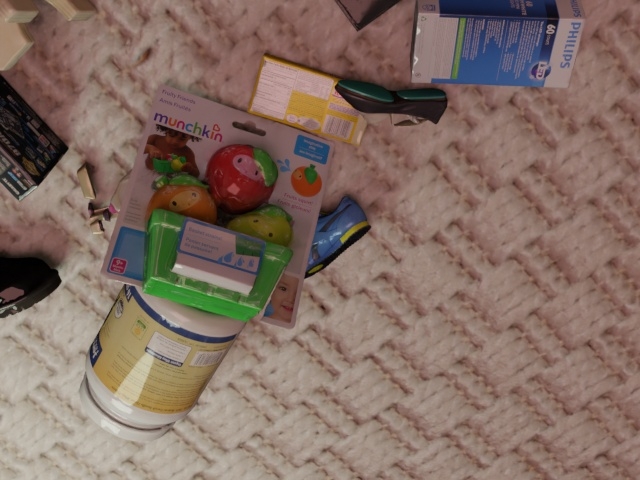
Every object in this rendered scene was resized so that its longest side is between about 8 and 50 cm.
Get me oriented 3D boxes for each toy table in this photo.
[{"bbox_3d":[-0.455,-0.405,1.358,0.274,0.252,0.161,-40,93,31],"label":"toy table"}]

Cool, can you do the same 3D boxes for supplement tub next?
[{"bbox_3d":[-0.293,0.192,1.639,0.228,0.228,0.316,28,114,-11],"label":"supplement tub"}]

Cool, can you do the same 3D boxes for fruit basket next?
[{"bbox_3d":[-0.155,-0.061,1.470,0.327,0.165,0.353,18,75,-13],"label":"fruit basket"}]

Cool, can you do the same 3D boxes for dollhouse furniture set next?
[{"bbox_3d":[-0.384,-0.084,1.596,0.081,0.091,0.114,-15,113,-7],"label":"dollhouse furniture set"}]

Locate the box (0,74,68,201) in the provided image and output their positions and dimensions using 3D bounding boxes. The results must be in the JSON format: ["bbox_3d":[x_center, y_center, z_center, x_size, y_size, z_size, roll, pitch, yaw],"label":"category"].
[{"bbox_3d":[-0.536,-0.191,1.489,0.051,0.175,0.220,-34,111,17],"label":"box"}]

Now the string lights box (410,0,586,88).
[{"bbox_3d":[0.279,-0.322,1.430,0.259,0.077,0.133,2,135,1],"label":"string lights box"}]

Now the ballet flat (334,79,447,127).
[{"bbox_3d":[0.116,-0.223,1.489,0.203,0.074,0.074,2,118,-19],"label":"ballet flat"}]

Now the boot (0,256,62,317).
[{"bbox_3d":[-0.673,0.018,1.621,0.347,0.131,0.260,-9,116,7],"label":"boot"}]

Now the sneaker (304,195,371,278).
[{"bbox_3d":[0.000,0.000,1.634,0.209,0.069,0.082,-41,75,28],"label":"sneaker"}]

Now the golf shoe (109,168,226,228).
[{"bbox_3d":[-0.243,-0.008,1.582,0.306,0.115,0.140,47,72,-13],"label":"golf shoe"}]

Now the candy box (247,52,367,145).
[{"bbox_3d":[-0.014,-0.241,1.527,0.205,0.027,0.105,17,112,-6],"label":"candy box"}]

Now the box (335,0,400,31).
[{"bbox_3d":[0.081,-0.461,1.406,0.190,0.045,0.184,-32,110,17],"label":"box"}]
